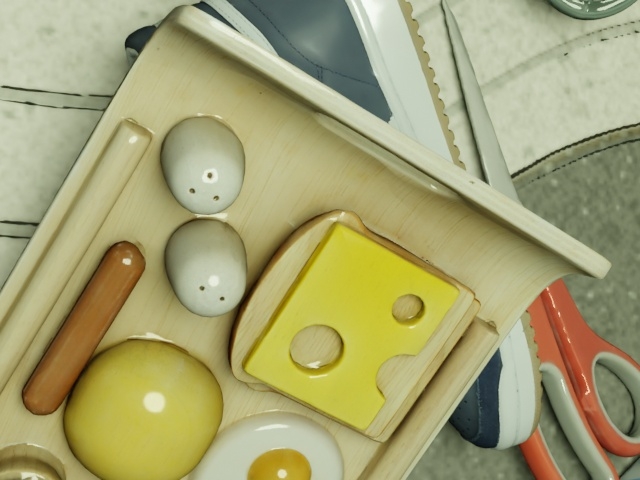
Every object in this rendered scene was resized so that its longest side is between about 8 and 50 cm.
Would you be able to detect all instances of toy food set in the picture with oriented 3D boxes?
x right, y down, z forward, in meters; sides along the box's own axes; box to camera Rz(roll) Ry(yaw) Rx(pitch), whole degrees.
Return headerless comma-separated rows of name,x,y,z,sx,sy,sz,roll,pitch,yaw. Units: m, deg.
toy food set,-0.042,0.081,0.572,0.219,0.092,0.306,29,104,-18

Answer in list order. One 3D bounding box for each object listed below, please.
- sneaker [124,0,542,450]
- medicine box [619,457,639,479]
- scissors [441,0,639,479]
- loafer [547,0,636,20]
sneaker,0.000,0.000,0.651,0.153,0.099,0.282,-25,102,-15
medicine box,0.334,0.222,0.683,0.149,0.263,0.289,-34,99,-23
scissors,0.108,0.012,0.725,0.109,0.021,0.297,-32,99,-35
loafer,0.108,-0.247,0.741,0.096,0.084,0.267,-23,91,8
